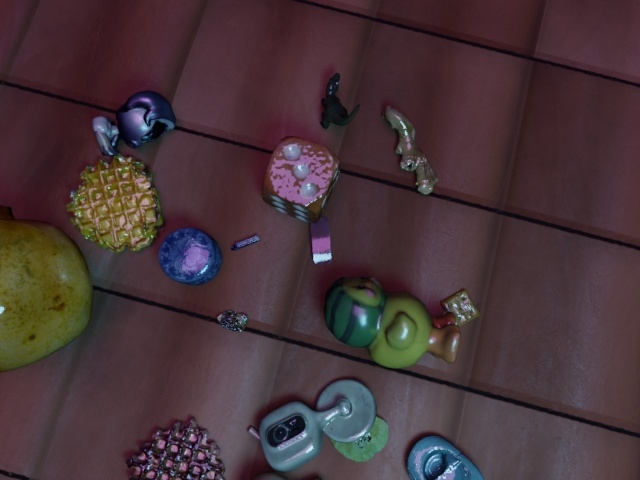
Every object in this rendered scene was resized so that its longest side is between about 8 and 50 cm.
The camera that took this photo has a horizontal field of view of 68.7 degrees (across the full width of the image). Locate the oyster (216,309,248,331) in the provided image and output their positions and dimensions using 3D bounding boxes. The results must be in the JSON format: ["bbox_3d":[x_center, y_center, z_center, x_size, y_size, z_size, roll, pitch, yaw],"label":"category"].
[{"bbox_3d":[-0.238,0.214,1.254,0.083,0.019,0.054,12,80,1],"label":"oyster"}]

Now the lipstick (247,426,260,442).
[{"bbox_3d":[-0.146,0.513,1.200,0.094,0.019,0.019,37,81,6],"label":"lipstick"}]

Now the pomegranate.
[{"bbox_3d":[-0.743,0.105,1.072,0.417,0.416,0.416,0,79,-1],"label":"pomegranate"}]

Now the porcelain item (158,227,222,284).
[{"bbox_3d":[-0.341,0.043,1.237,0.147,0.114,0.147,0,79,0],"label":"porcelain item"}]

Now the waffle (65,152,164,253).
[{"bbox_3d":[-0.554,-0.106,1.288,0.281,0.060,0.262,29,80,4],"label":"waffle"}]

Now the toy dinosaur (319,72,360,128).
[{"bbox_3d":[0.037,-0.389,1.293,0.087,0.179,0.187,-15,78,-5],"label":"toy dinosaur"}]

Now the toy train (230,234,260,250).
[{"bbox_3d":[-0.209,0.008,1.295,0.083,0.017,0.017,-22,80,-5],"label":"toy train"}]

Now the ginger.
[{"bbox_3d":[0.247,-0.262,1.333,0.089,0.075,0.287,-28,85,-1],"label":"ginger"}]

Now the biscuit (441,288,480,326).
[{"bbox_3d":[0.381,0.185,1.273,0.081,0.018,0.083,-26,81,-6],"label":"biscuit"}]

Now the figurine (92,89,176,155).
[{"bbox_3d":[-0.516,-0.333,1.296,0.223,0.145,0.145,-20,80,-3],"label":"figurine"}]

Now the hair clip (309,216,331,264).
[{"bbox_3d":[0.000,0.000,1.298,0.054,0.022,0.137,-4,79,-5],"label":"hair clip"}]

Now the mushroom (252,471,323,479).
[{"bbox_3d":[-0.071,0.636,1.109,0.215,0.207,0.207,-18,79,-36],"label":"mushroom"}]

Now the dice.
[{"bbox_3d":[-0.054,-0.159,1.252,0.174,0.175,0.179,24,83,3],"label":"dice"}]

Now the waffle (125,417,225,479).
[{"bbox_3d":[-0.363,0.576,1.169,0.234,0.055,0.221,-31,80,-11],"label":"waffle"}]

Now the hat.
[{"bbox_3d":[0.309,0.582,1.172,0.191,0.078,0.138,33,71,24],"label":"hat"}]

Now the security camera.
[{"bbox_3d":[-0.005,0.447,1.162,0.302,0.080,0.157,-26,50,-5],"label":"security camera"}]

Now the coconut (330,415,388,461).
[{"bbox_3d":[0.098,0.499,1.191,0.158,0.055,0.133,-5,78,-1],"label":"coconut"}]

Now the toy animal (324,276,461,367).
[{"bbox_3d":[0.164,0.214,1.178,0.339,0.216,0.191,19,106,5],"label":"toy animal"}]
